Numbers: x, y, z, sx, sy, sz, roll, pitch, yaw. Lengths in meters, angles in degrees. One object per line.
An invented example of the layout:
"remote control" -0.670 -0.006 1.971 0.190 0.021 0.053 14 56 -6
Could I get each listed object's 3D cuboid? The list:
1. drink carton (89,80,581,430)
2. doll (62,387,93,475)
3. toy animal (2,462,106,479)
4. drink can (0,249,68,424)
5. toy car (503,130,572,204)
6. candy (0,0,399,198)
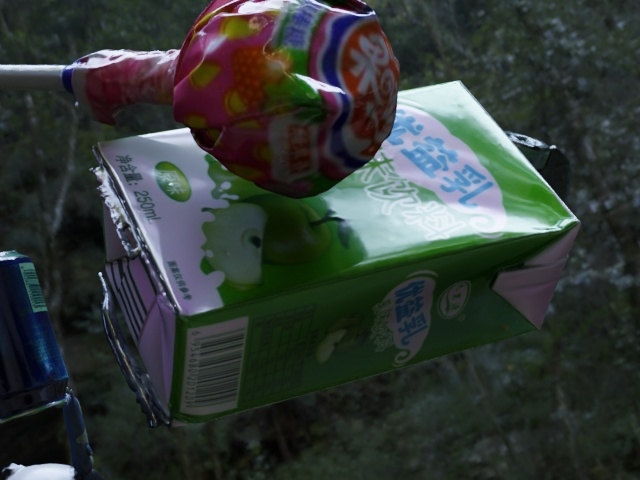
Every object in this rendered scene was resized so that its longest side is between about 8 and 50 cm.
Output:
"drink carton" 0.000 0.000 0.700 0.271 0.161 0.108 -12 -42 -22
"doll" -0.330 0.260 1.526 0.027 0.125 0.037 -13 12 -28
"toy animal" -0.384 0.429 1.531 0.187 0.235 0.165 -4 -57 16
"drink can" -0.390 0.122 1.397 0.118 0.204 0.118 -18 -5 -2
"toy car" 0.082 -0.059 1.062 0.306 0.125 0.136 11 -73 -17
"candy" -0.130 -0.094 0.665 0.366 0.124 0.124 3 -11 23
